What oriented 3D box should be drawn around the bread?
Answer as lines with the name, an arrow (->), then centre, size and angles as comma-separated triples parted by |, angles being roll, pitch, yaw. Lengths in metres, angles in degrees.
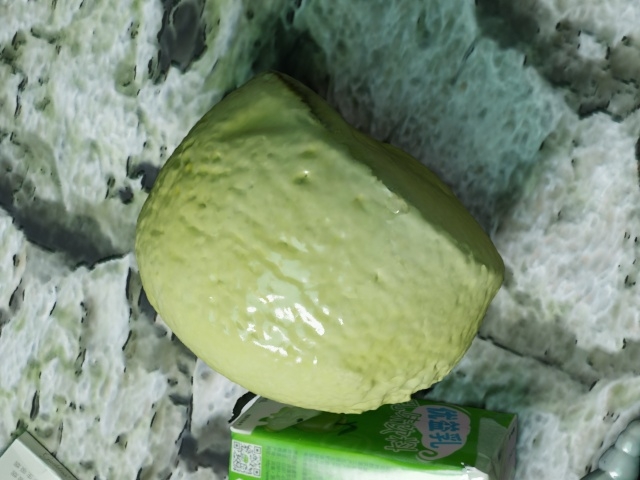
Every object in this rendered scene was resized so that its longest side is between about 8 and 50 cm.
bread -> -0.007, 0.009, 1.276 | 0.320, 0.320, 0.237 | 40, 103, 4

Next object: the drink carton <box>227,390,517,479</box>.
drink carton -> 0.047, 0.220, 1.403 | 0.271, 0.161, 0.108 | 6, 107, 17

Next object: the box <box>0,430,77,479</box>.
box -> -0.355, 0.318, 1.637 | 0.109, 0.029, 0.198 | 43, 112, 3

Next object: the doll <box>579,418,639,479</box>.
doll -> 0.312, 0.249, 1.342 | 0.195, 0.153, 0.258 | -22, 71, 50
